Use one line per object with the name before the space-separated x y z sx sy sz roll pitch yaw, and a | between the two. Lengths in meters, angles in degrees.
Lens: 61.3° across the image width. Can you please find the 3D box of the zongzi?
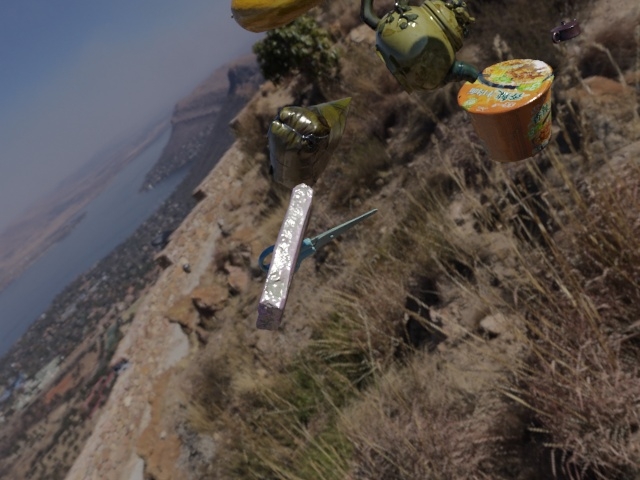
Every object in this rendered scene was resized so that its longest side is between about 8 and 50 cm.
zongzi | -0.002 -0.278 1.235 0.300 0.138 0.286 -52 -6 -14

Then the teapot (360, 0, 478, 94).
teapot | 0.196 -0.395 1.033 0.183 0.269 0.173 -38 4 18

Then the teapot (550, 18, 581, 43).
teapot | 0.593 -0.512 1.313 0.100 0.045 0.068 -35 22 -24

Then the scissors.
scissors | 0.000 0.000 1.862 0.447 0.192 0.029 -29 54 0

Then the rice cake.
rice cake | -0.066 0.028 1.082 0.106 0.050 0.297 101 -176 -59

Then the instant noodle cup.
instant noodle cup | 0.488 -0.324 1.384 0.230 0.182 0.230 -19 39 16

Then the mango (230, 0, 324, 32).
mango | -0.099 -0.605 1.348 0.317 0.119 0.176 -9 35 26
